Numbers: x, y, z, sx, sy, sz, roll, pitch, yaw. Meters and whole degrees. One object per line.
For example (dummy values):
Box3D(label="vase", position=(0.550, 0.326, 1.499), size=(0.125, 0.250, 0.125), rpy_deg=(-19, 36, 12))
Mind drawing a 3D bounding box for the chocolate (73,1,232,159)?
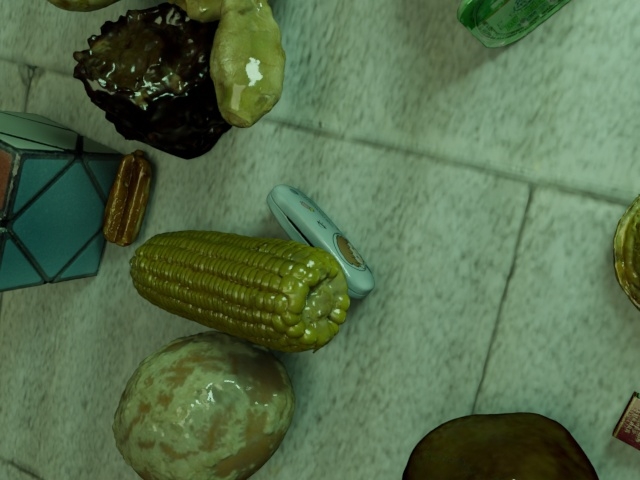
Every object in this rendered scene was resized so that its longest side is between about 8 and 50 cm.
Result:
Box3D(label="chocolate", position=(-0.233, -0.221, 0.909), size=(0.224, 0.177, 0.207), rpy_deg=(24, 105, 21))

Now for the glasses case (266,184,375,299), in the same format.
Box3D(label="glasses case", position=(0.000, 0.000, 0.870), size=(0.045, 0.067, 0.178), rpy_deg=(-46, 75, 21))

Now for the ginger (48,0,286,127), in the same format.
Box3D(label="ginger", position=(-0.123, -0.353, 0.845), size=(0.363, 0.122, 0.348), rpy_deg=(33, 81, 23))

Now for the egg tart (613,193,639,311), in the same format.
Box3D(label="egg tart", position=(0.384, 0.014, 0.680), size=(0.191, 0.074, 0.192), rpy_deg=(4, 98, 27))

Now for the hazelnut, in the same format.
Box3D(label="hazelnut", position=(0.191, 0.303, 0.727), size=(0.229, 0.229, 0.230), rpy_deg=(2, 95, 26))

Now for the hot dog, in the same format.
Box3D(label="hot dog", position=(-0.279, -0.062, 1.019), size=(0.062, 0.038, 0.144), rpy_deg=(19, 100, 12))

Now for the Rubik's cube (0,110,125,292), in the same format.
Box3D(label="Rubik's cube", position=(-0.440, -0.064, 1.008), size=(0.207, 0.205, 0.205), rpy_deg=(23, 104, 21))

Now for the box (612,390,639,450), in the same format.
Box3D(label="box", position=(0.358, 0.202, 0.734), size=(0.082, 0.023, 0.052), rpy_deg=(27, 106, 22))

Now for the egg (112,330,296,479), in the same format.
Box3D(label="egg", position=(-0.144, 0.219, 0.890), size=(0.245, 0.203, 0.204), rpy_deg=(-24, 83, 19))

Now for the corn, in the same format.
Box3D(label="corn", position=(-0.111, 0.051, 0.866), size=(0.344, 0.131, 0.131), rpy_deg=(10, 99, 44))

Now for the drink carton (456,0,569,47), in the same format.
Box3D(label="drink carton", position=(0.185, -0.306, 0.723), size=(0.146, 0.144, 0.142), rpy_deg=(-39, 68, 23))
